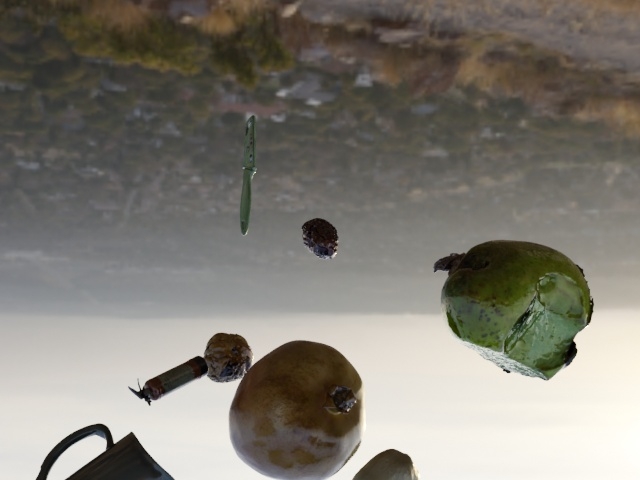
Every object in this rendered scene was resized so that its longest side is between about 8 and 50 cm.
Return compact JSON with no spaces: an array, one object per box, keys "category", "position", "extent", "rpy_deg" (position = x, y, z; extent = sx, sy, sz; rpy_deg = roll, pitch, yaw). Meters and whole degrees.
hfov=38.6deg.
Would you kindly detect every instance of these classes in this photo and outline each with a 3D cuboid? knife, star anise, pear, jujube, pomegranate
[{"category":"knife","position":[-0.158,-0.148,2.028],"extent":[0.020,0.293,0.043],"rpy_deg":[20,150,-37]},{"category":"star anise","position":[0.340,0.058,2.250],"extent":[0.141,0.042,0.141],"rpy_deg":[-6,-162,2]},{"category":"pear","position":[0.338,0.093,1.592],"extent":[0.255,0.238,0.164],"rpy_deg":[32,169,-36]},{"category":"jujube","position":[0.004,0.001,2.435],"extent":[0.104,0.104,0.166],"rpy_deg":[2,-154,-17]},{"category":"pomegranate","position":[-0.040,0.355,1.882],"extent":[0.319,0.319,0.319],"rpy_deg":[0,173,0]}]

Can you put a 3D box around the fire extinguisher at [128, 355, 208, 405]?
[{"category":"fire extinguisher","position":[-0.314,0.289,1.891],"extent":[0.177,0.062,0.050],"rpy_deg":[-22,171,-44]}]

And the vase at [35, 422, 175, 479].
[{"category":"vase","position":[-0.402,0.447,1.549],"extent":[0.301,0.251,0.156],"rpy_deg":[-29,151,-18]}]

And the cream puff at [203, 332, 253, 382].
[{"category":"cream puff","position":[-0.225,0.289,2.197],"extent":[0.119,0.133,0.104],"rpy_deg":[36,-167,-44]}]

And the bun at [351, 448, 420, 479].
[{"category":"bun","position":[0.149,0.539,2.014],"extent":[0.173,0.113,0.166],"rpy_deg":[-23,148,-33]}]
